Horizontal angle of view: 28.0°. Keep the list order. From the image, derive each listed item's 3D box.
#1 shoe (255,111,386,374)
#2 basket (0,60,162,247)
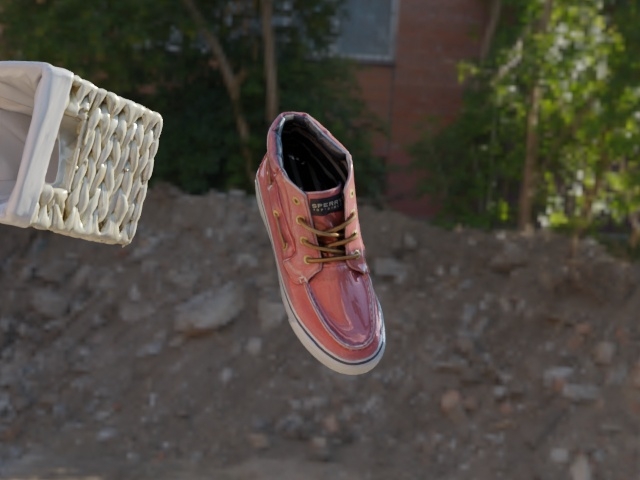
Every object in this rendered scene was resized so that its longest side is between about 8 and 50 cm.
[{"bbox_3d":[0.000,0.000,0.875,0.063,0.178,0.081,-14,-27,-15],"label":"shoe"},{"bbox_3d":[-0.204,-0.063,0.942,0.103,0.113,0.167,16,-3,-38],"label":"basket"}]
